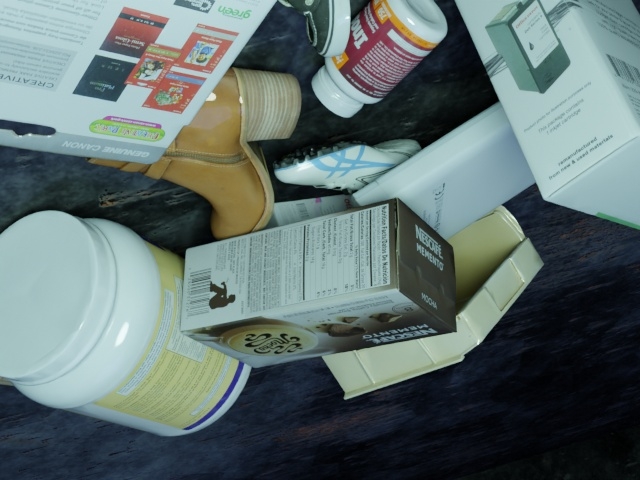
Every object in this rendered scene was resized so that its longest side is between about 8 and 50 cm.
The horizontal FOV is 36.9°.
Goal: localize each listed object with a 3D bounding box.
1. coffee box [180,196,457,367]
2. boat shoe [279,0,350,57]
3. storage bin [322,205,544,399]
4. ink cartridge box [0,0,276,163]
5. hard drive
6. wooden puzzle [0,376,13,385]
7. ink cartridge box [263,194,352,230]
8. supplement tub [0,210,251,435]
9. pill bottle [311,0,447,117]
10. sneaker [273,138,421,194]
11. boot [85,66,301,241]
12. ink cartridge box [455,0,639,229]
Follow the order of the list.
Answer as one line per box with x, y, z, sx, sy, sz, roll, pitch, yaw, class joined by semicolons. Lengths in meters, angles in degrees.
-0.001;0.060;1.174;0.297;0.119;0.168;-13;152;26;coffee box
-0.015;-0.265;0.933;0.070;0.078;0.219;-16;143;-8;boat shoe
0.152;0.085;1.384;0.260;0.123;0.262;-27;-173;40;storage bin
-0.231;-0.210;0.831;0.309;0.130;0.272;6;141;-37;ink cartridge box
0.199;-0.086;1.277;0.353;0.047;0.233;-32;156;-11;hard drive
-0.374;0.171;1.485;0.221;0.044;0.238;-35;143;26;wooden puzzle
0.000;0.000;1.363;0.143;0.092;0.090;-7;148;-21;ink cartridge box
-0.262;0.113;1.245;0.241;0.241;0.331;-29;149;16;supplement tub
0.060;-0.207;1.057;0.086;0.086;0.152;10;139;-42;pill bottle
0.044;-0.085;1.217;0.237;0.086;0.085;-6;-175;-40;sneaker
-0.158;-0.086;1.107;0.220;0.109;0.283;-5;149;-23;boot
0.291;-0.175;1.047;0.211;0.289;0.121;12;141;-43;ink cartridge box
